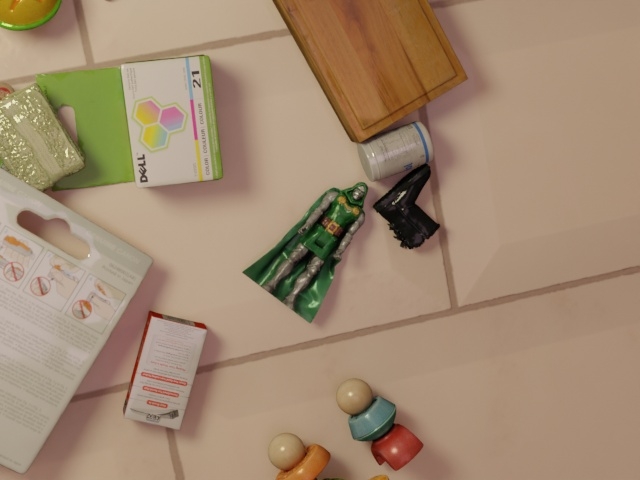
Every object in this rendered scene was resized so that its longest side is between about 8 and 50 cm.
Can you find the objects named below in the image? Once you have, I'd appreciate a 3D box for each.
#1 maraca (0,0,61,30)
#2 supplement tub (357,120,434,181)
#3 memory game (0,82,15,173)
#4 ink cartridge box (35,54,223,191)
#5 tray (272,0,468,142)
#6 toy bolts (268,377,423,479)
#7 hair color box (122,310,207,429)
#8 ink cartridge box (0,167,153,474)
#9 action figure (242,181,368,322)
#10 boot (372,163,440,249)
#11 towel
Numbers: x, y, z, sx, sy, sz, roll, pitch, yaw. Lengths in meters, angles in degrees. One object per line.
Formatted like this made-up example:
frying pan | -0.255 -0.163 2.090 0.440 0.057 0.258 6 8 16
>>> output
maraca | -0.445 -0.385 1.593 0.127 0.099 0.185 -20 76 -16
supplement tub | 0.119 -0.141 1.748 0.107 0.071 0.071 -21 101 -7
memory game | -0.476 -0.141 1.624 0.186 0.012 0.186 -1 93 -18
ink cartridge box | -0.286 -0.171 1.651 0.255 0.097 0.188 -8 100 -10
tray | 0.041 -0.379 1.699 0.203 0.076 0.410 -31 102 -6
toy bolts | 0.043 0.330 1.746 0.228 0.218 0.158 -41 98 -22
hair color box | -0.245 0.204 1.734 0.093 0.053 0.167 15 93 -14
ink cartridge box | -0.480 0.113 1.648 0.308 0.091 0.385 32 85 -20
action figure | 0.000 0.000 1.753 0.137 0.063 0.232 37 86 -10
boot | 0.155 -0.052 1.781 0.121 0.045 0.099 -41 101 4
towel | -0.423 -0.145 1.616 0.110 0.027 0.148 -33 102 -9
